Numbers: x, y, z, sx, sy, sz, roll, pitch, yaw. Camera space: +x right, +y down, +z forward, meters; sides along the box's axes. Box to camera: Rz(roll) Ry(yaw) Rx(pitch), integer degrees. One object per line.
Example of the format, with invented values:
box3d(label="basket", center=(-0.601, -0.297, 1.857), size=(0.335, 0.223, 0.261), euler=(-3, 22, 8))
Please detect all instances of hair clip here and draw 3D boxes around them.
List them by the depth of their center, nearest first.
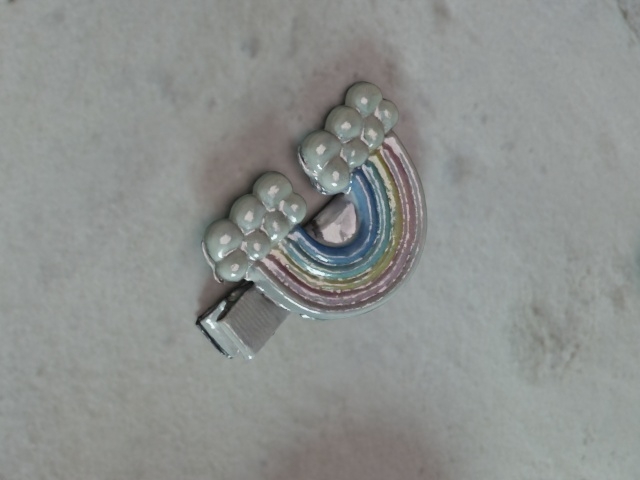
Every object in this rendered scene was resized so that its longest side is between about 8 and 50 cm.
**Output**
box3d(label="hair clip", center=(0.000, 0.000, 1.283), size=(0.220, 0.054, 0.140), euler=(-44, 104, -11))
